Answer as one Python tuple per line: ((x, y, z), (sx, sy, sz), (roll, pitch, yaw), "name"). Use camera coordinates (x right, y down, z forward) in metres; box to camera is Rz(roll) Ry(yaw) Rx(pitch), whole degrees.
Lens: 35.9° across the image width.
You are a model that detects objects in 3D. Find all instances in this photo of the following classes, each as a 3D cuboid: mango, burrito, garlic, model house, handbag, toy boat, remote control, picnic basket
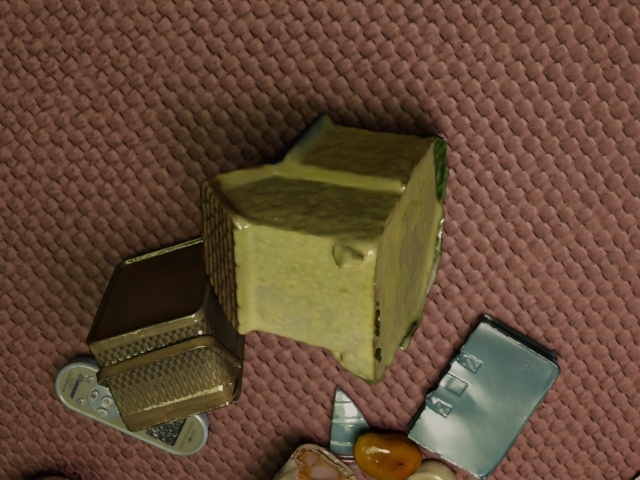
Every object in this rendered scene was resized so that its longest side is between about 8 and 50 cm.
((0.098, 0.319, 1.466), (0.114, 0.060, 0.080), (29, 106, -34), "mango")
((-0.078, 0.438, 1.485), (0.105, 0.143, 0.299), (47, 114, 19), "burrito")
((0.172, 0.361, 1.500), (0.083, 0.041, 0.053), (14, 123, 8), "garlic")
((0.000, 0.000, 1.267), (0.266, 0.321, 0.261), (12, 128, 17), "model house")
((0.238, 0.229, 1.441), (0.144, 0.057, 0.221), (31, 109, -2), "handbag")
((0.042, 0.282, 1.484), (0.096, 0.034, 0.122), (5, 108, -3), "toy boat")
((-0.282, 0.249, 1.490), (0.244, 0.047, 0.087), (25, 106, -4), "remote control")
((-0.199, 0.117, 1.327), (0.165, 0.267, 0.139), (-17, 114, 6), "picnic basket")

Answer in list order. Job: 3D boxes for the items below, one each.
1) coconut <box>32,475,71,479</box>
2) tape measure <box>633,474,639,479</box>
((-0.413, 0.461, 1.512), (0.170, 0.171, 0.183), (-11, 108, 8), "coconut")
((0.555, 0.453, 1.457), (0.258, 0.130, 0.265), (22, 109, -1), "tape measure")
